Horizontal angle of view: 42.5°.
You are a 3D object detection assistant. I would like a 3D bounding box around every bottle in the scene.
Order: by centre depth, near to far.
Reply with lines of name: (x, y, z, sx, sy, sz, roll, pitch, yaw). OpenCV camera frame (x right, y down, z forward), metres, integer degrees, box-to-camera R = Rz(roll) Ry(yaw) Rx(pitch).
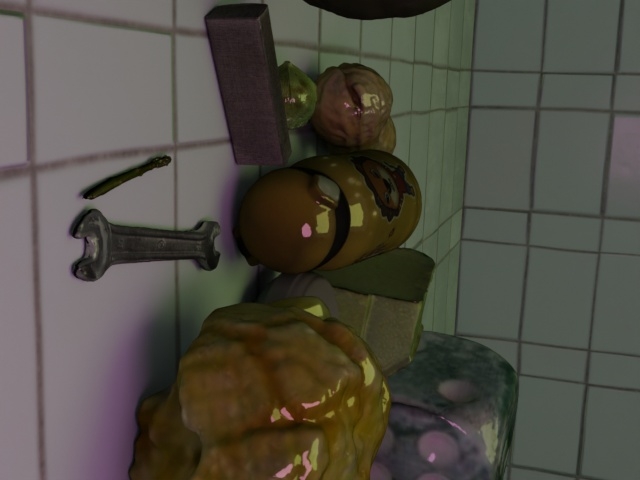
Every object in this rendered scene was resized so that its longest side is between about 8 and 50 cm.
bottle: (0.013, -0.038, 1.176, 0.351, 0.171, 0.172, -19, 113, -64)

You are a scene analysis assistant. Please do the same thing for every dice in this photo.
dice: (0.211, 0.398, 1.669, 0.348, 0.330, 0.328, -39, 136, -61)

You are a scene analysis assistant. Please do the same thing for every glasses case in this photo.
glasses case: (-0.085, -0.190, 1.025, 0.047, 0.070, 0.205, -69, 156, -48)

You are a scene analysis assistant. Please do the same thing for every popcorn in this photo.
popcorn: (-0.048, 0.238, 0.898, 0.334, 0.292, 0.294, -66, -149, 30)

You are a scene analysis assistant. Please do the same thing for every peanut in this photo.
peanut: (0.060, -0.201, 1.379, 0.313, 0.149, 0.149, 48, 50, -69)

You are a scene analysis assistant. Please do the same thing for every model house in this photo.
model house: (0.077, 0.122, 1.435, 0.195, 0.214, 0.189, -62, 159, -63)

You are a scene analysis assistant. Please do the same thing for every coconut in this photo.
coconut: (-0.047, -0.197, 1.126, 0.088, 0.087, 0.096, -50, 147, -61)

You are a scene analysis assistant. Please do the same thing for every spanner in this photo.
spanner: (-0.176, 0.004, 0.885, 0.302, 0.017, 0.071, -3, 98, -71)

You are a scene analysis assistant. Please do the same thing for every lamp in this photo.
lamp: (-0.047, 0.143, 1.169, 0.246, 0.107, 0.180, -62, 141, -57)

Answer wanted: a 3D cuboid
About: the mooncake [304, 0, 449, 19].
mooncake: (0.072, -0.457, 0.983, 0.194, 0.356, 0.357, 51, 47, -68)

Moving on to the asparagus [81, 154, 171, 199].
asparagus: (-0.191, -0.064, 0.824, 0.016, 0.013, 0.166, 49, 26, -3)
